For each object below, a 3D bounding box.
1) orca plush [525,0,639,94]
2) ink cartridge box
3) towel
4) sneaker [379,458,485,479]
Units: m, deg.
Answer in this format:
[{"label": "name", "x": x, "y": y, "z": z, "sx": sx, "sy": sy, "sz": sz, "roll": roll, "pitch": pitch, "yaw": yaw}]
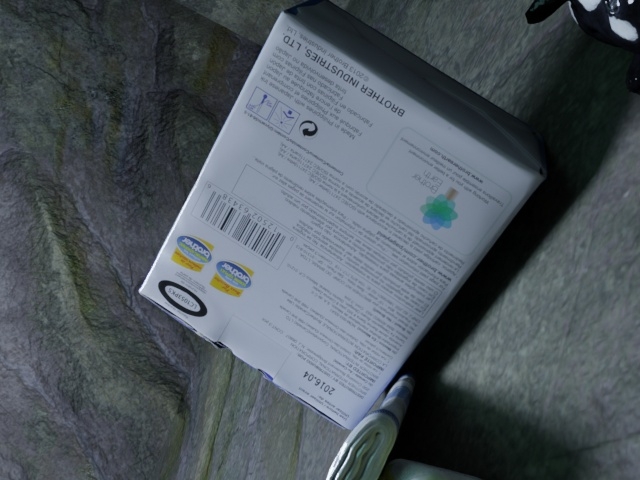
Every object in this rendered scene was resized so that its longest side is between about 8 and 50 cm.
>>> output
[{"label": "orca plush", "x": 0.229, "y": -0.166, "z": 0.611, "sx": 0.287, "sy": 0.151, "sz": 0.102, "roll": -123, "pitch": 27, "yaw": -71}, {"label": "ink cartridge box", "x": 0.000, "y": 0.000, "z": 0.784, "sx": 0.396, "sy": 0.270, "sz": 0.151, "roll": -58, "pitch": -3, "yaw": 25}, {"label": "towel", "x": 0.022, "y": 0.213, "z": 0.650, "sx": 0.209, "sy": 0.034, "sz": 0.285, "roll": -64, "pitch": -10, "yaw": 2}, {"label": "sneaker", "x": 0.087, "y": 0.216, "z": 0.493, "sx": 0.240, "sy": 0.091, "sz": 0.126, "roll": 146, "pitch": 140, "yaw": -75}]
